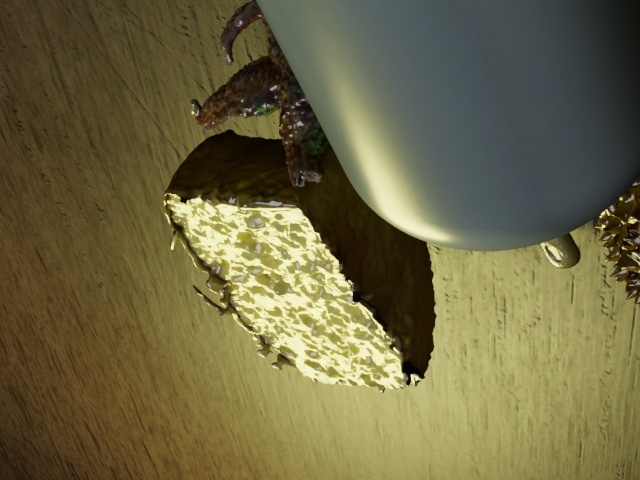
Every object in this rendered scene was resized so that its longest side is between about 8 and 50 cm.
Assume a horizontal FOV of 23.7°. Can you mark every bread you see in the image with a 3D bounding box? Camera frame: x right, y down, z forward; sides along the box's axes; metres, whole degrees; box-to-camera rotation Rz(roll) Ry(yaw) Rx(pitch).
[{"bbox_3d":[-0.004,-0.003,1.180,0.160,0.147,0.260,0,141,37],"label":"bread"}]

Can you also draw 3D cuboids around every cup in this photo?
[{"bbox_3d":[0.065,-0.150,0.804,0.205,0.205,0.312,15,146,37],"label":"cup"}]

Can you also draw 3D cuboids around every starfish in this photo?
[{"bbox_3d":[-0.008,-0.107,1.060,0.209,0.150,0.053,-13,158,34],"label":"starfish"}]

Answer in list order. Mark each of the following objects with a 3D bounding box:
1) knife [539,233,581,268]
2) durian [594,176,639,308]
[{"bbox_3d":[0.110,-0.096,1.033,0.047,0.017,0.298,-2,129,51],"label":"knife"},{"bbox_3d":[0.250,0.004,0.895,0.168,0.137,0.158,50,160,-25],"label":"durian"}]
